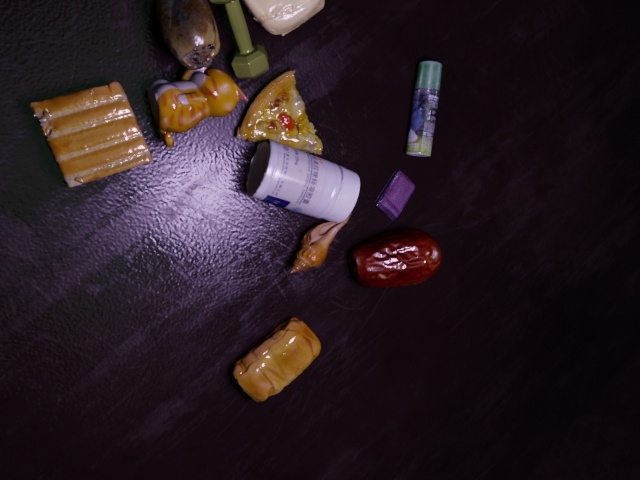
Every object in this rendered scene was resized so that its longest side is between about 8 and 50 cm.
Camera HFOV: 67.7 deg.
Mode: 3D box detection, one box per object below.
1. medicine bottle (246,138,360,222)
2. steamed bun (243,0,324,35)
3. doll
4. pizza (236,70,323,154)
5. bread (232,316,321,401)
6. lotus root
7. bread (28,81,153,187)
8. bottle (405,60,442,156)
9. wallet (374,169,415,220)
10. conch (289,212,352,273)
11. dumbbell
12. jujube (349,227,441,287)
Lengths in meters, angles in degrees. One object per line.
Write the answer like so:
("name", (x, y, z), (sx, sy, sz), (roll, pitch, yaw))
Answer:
("medicine bottle", (-0.052, -0.183, 1.532), (0.332, 0.190, 0.189), (16, 92, -26))
("steamed bun", (-0.133, -0.765, 1.419), (0.232, 0.166, 0.273), (-35, 110, 6))
("doll", (-0.364, -0.407, 1.372), (0.270, 0.166, 0.162), (-30, 135, -13))
("pizza", (-0.092, -0.380, 1.547), (0.288, 0.075, 0.279), (31, 86, -25))
("bread", (-0.148, 0.399, 1.615), (0.294, 0.132, 0.166), (-39, 118, -16))
("lotus root", (-0.372, -0.606, 1.303), (0.160, 0.152, 0.274), (-24, 71, 9))
("bread", (-0.623, -0.288, 1.299), (0.246, 0.111, 0.239), (-23, 104, -17))
("bottle", (0.378, -0.475, 1.736), (0.093, 0.093, 0.329), (4, 96, -25))
("wallet", (0.281, -0.167, 1.774), (0.111, 0.030, 0.165), (36, 82, -24))
("conch", (-0.002, 0.002, 1.650), (0.109, 0.093, 0.330), (45, 58, -6))
("dumbbell", (-0.234, -0.616, 1.364), (0.108, 0.121, 0.301), (-13, 137, 2))
("jujube", (0.267, 0.066, 1.705), (0.318, 0.223, 0.222), (-12, 103, -12))
